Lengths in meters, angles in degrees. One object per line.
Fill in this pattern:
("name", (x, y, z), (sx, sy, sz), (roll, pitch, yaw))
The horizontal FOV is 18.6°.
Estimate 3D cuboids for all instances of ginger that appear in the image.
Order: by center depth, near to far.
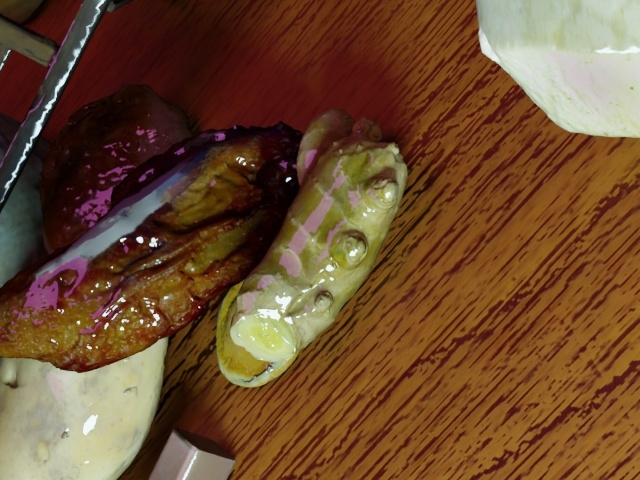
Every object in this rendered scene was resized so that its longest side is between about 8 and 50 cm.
("ginger", (0.011, -0.006, 1.427), (0.115, 0.081, 0.205), (7, 71, 29))

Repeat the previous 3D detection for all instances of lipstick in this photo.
("lipstick", (-0.120, 0.220, 1.497), (0.045, 0.045, 0.145), (32, 97, 54))

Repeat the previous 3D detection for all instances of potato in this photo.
("potato", (-0.209, 0.130, 1.582), (0.235, 0.128, 0.161), (-53, 35, 21))

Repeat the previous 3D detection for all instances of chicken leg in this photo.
("chicken leg", (-0.184, 0.024, 1.499), (0.407, 0.096, 0.158), (-27, 44, -1))

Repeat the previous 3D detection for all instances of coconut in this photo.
("coconut", (0.201, -0.197, 1.177), (0.259, 0.259, 0.259), (-26, 53, 41))

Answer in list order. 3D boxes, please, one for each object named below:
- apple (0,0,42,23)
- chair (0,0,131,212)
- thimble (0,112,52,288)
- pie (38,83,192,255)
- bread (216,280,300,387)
("apple", (-0.315, -0.373, 1.938), (0.293, 0.163, 0.251), (-37, 48, 31))
("chair", (-0.247, -0.254, 1.699), (0.416, 0.203, 0.240), (-61, 6, 13))
("thimble", (-0.374, -0.004, 1.797), (0.291, 0.195, 0.292), (-24, 56, 41))
("pie", (-0.177, -0.045, 1.678), (0.163, 0.079, 0.194), (-21, 55, 37))
("bread", (-0.044, 0.061, 1.503), (0.110, 0.024, 0.110), (-26, 53, 40))
